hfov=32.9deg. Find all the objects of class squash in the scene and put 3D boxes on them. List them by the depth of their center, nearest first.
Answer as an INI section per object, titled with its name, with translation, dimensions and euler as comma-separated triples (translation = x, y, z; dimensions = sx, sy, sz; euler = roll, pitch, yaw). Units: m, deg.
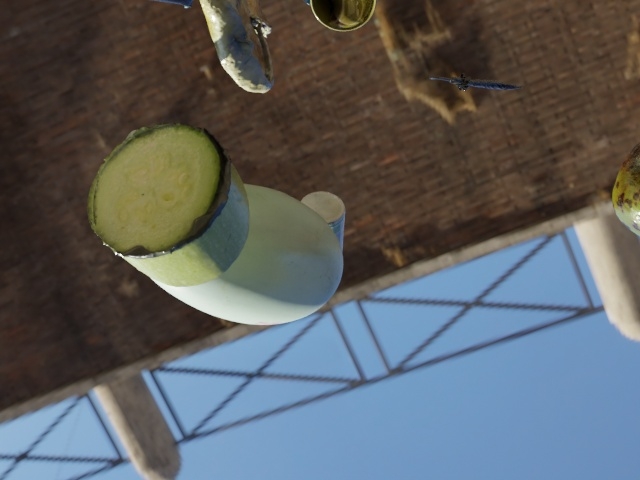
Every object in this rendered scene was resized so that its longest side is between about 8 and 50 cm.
[squash]
translation = -0.210, -0.056, 1.533
dimensions = 0.220, 0.220, 0.133
euler = -22, 157, 9

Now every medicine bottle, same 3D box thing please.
[medicine bottle]
translation = 0.000, 0.000, 2.016
dimensions = 0.086, 0.183, 0.086
euler = 1, -132, -1

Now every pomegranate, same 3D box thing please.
[pomegranate]
translation = 0.455, -0.058, 1.377
dimensions = 0.159, 0.159, 0.205
euler = -18, 169, 20

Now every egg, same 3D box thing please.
[egg]
translation = -0.136, 0.018, 1.795
dimensions = 0.371, 0.230, 0.230
euler = 13, 180, -25

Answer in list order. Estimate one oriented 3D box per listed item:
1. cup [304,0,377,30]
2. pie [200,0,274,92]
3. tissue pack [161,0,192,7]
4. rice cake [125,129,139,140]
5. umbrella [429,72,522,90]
[cup]
translation = 0.030, -0.520, 2.201
dimensions = 0.177, 0.131, 0.155
euler = 13, -146, -3
[pie]
translation = -0.154, -0.411, 1.809
dimensions = 0.075, 0.337, 0.337
euler = -19, -164, 9
[tissue pack]
translation = -0.314, -0.467, 1.332
dimensions = 0.417, 0.253, 0.264
euler = 0, 139, -41
[rice cake]
translation = -0.337, -0.106, 1.815
dimensions = 0.033, 0.033, 0.207
euler = -34, -150, 46
[umbrella]
translation = 0.190, -0.186, 1.288
dimensions = 0.149, 0.022, 0.022
euler = -1, -173, -32
